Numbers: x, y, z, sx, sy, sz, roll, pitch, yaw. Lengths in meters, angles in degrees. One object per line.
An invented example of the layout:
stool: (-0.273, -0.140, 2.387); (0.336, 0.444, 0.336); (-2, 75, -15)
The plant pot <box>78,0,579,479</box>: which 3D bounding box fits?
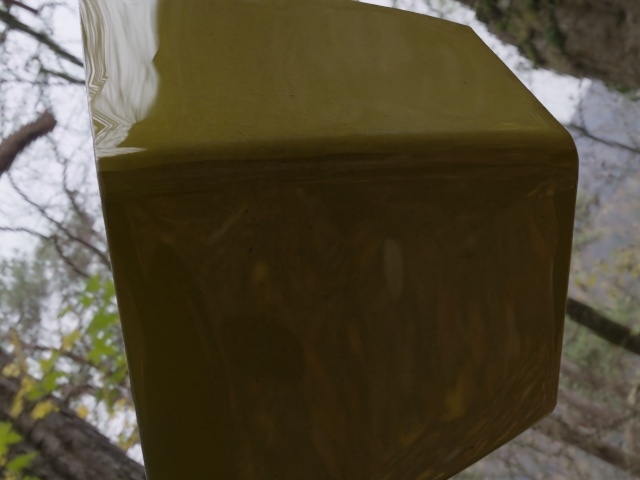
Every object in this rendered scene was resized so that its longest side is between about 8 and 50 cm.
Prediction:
plant pot: (0.000, 0.000, 0.508); (0.212, 0.187, 0.212); (-114, 18, -56)
